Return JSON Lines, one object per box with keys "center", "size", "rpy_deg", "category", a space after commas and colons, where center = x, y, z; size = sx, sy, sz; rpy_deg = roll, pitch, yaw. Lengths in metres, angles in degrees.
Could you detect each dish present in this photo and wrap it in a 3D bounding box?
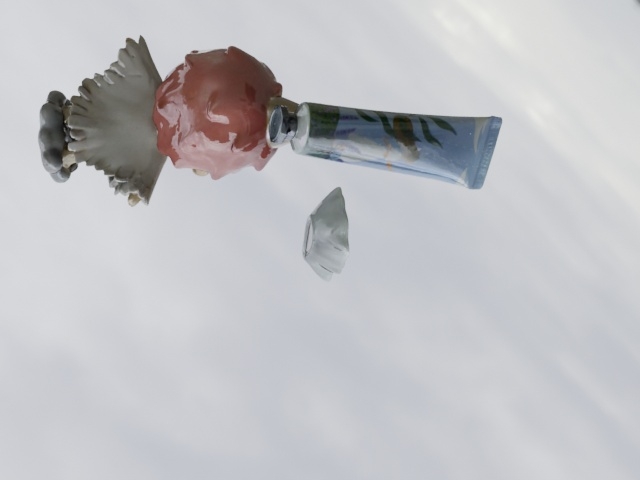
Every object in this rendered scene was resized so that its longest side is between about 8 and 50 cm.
{"center": [0.000, 0.000, 2.022], "size": [0.039, 0.137, 0.091], "rpy_deg": [-1, -118, -13], "category": "dish"}

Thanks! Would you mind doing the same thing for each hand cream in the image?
{"center": [0.075, -0.114, 1.950], "size": [0.271, 0.091, 0.058], "rpy_deg": [7, -162, -22], "category": "hand cream"}

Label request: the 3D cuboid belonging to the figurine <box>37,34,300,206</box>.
{"center": [-0.148, -0.144, 2.052], "size": [0.166, 0.387, 0.207], "rpy_deg": [34, -128, -66], "category": "figurine"}
